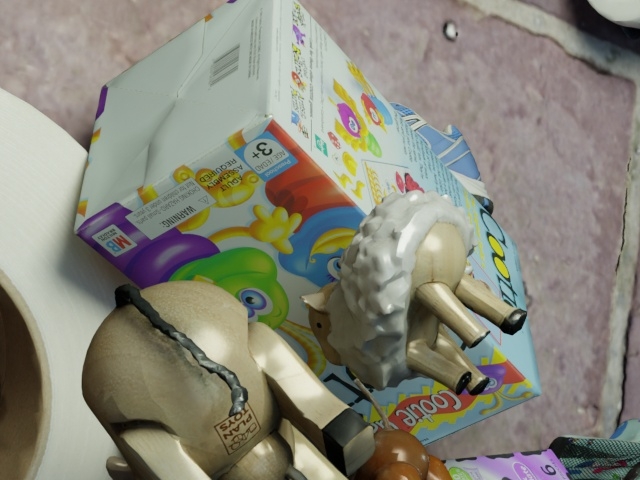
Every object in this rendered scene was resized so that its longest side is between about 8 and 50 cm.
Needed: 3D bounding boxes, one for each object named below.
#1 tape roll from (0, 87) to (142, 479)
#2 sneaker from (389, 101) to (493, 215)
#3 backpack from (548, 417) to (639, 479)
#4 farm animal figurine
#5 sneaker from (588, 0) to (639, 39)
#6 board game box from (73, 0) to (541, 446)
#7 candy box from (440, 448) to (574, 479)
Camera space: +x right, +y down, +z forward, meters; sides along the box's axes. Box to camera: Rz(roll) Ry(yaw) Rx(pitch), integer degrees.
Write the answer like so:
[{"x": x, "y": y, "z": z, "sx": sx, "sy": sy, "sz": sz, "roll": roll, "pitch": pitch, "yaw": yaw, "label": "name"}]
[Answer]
[{"x": -0.258, "y": 0.089, "z": 0.696, "sx": 0.392, "sy": 0.072, "sz": 0.392, "roll": 2, "pitch": 87, "yaw": -36, "label": "tape roll"}, {"x": 0.028, "y": -0.056, "z": 0.918, "sx": 0.211, "sy": 0.080, "sz": 0.081, "roll": 11, "pitch": 58, "yaw": -34, "label": "sneaker"}, {"x": 0.290, "y": 0.254, "z": 0.967, "sx": 0.191, "sy": 0.253, "sz": 0.225, "roll": -34, "pitch": 106, "yaw": -32, "label": "backpack"}, {"x": -0.075, "y": 0.138, "z": 0.671, "sx": 0.330, "sy": 0.172, "sz": 0.327, "roll": -30, "pitch": 146, "yaw": -34, "label": "farm animal figurine"}, {"x": 0.304, "y": -0.331, "z": 1.102, "sx": 0.236, "sy": 0.130, "sz": 0.323, "roll": -7, "pitch": 87, "yaw": -45, "label": "sneaker"}, {"x": 0.000, "y": 0.000, "z": 0.792, "sx": 0.275, "sy": 0.142, "sz": 0.144, "roll": 44, "pitch": 29, "yaw": -33, "label": "board game box"}, {"x": 0.124, "y": 0.229, "z": 0.857, "sx": 0.196, "sy": 0.070, "sz": 0.165, "roll": 4, "pitch": 40, "yaw": -43, "label": "candy box"}]
